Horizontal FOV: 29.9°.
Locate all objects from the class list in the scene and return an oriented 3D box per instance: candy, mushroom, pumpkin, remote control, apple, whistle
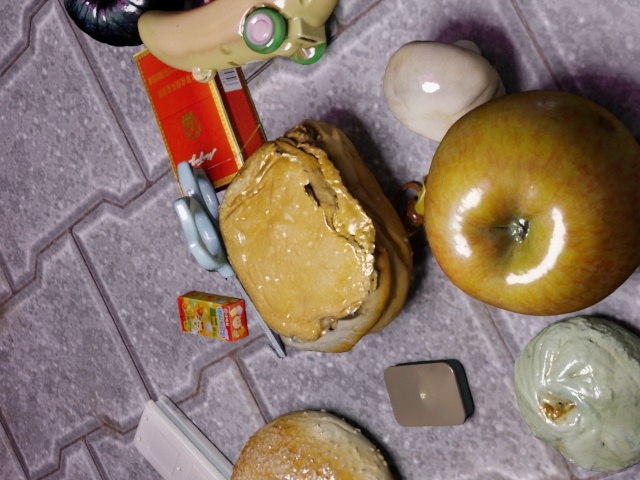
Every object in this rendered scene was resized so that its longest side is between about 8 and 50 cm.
[{"bbox_3d":[-0.172,0.120,1.900,0.122,0.038,0.062,8,110,40],"label":"candy"},{"bbox_3d":[0.152,-0.187,1.442,0.154,0.122,0.154,24,159,10],"label":"mushroom"},{"bbox_3d":[-0.286,-0.382,1.760,0.202,0.140,0.202,7,107,24],"label":"pumpkin"},{"bbox_3d":[-0.203,0.388,2.011,0.277,0.055,0.103,42,128,25],"label":"remote control"},{"bbox_3d":[0.236,-0.037,1.332,0.264,0.264,0.264,16,115,38],"label":"apple"},{"bbox_3d":[0.123,-0.047,1.574,0.057,0.046,0.109,46,137,2],"label":"whistle"}]

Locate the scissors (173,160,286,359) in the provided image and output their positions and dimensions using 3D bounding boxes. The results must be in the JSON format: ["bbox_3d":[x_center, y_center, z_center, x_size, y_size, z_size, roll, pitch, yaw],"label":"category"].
[{"bbox_3d":[-0.126,0.050,1.738,0.029,0.191,0.360,-19,126,9],"label":"scissors"}]

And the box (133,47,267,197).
[{"bbox_3d":[-0.173,-0.191,1.774,0.153,0.074,0.239,-19,91,40],"label":"box"}]

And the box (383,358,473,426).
[{"bbox_3d":[0.149,0.209,1.646,0.126,0.031,0.091,-12,96,44],"label":"box"}]

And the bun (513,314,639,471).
[{"bbox_3d":[0.316,0.189,1.431,0.195,0.118,0.195,14,114,35],"label":"bun"}]

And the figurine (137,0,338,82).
[{"bbox_3d":[-0.113,-0.334,1.603,0.325,0.124,0.222,-10,86,31],"label":"figurine"}]

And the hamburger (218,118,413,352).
[{"bbox_3d":[0.000,0.000,1.605,0.319,0.158,0.318,30,132,40],"label":"hamburger"}]

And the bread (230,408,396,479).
[{"bbox_3d":[-0.018,0.397,1.774,0.306,0.159,0.305,16,115,39],"label":"bread"}]
